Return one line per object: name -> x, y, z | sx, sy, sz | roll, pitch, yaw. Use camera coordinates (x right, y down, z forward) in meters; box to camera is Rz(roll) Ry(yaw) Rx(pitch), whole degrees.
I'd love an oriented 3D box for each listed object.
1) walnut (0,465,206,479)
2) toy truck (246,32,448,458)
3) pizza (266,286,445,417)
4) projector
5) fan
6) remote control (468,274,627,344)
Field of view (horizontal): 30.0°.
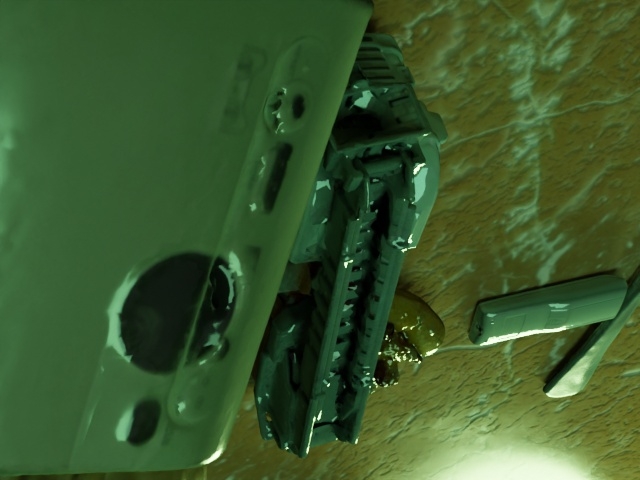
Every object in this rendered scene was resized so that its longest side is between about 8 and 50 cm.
walnut -> -0.229, 0.180, 0.889 | 0.313, 0.277, 0.252 | -56, 171, 26
toy truck -> 0.000, 0.000, 0.858 | 0.133, 0.184, 0.338 | -8, 140, -23
pizza -> 0.013, 0.113, 1.098 | 0.194, 0.069, 0.154 | -43, 140, 21
projector -> -0.152, -0.049, 0.594 | 0.248, 0.248, 0.249 | 9, 105, -37
fan -> 0.319, 0.081, 1.273 | 0.057, 0.023, 0.282 | 0, 138, -27
remote control -> 0.231, 0.073, 1.205 | 0.162, 0.029, 0.061 | -12, 140, -16
